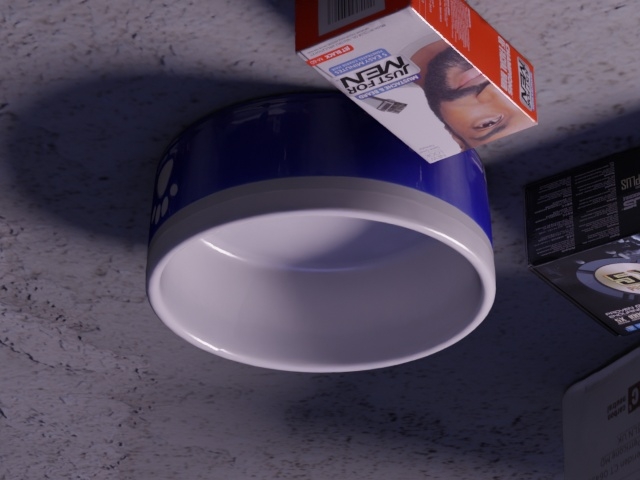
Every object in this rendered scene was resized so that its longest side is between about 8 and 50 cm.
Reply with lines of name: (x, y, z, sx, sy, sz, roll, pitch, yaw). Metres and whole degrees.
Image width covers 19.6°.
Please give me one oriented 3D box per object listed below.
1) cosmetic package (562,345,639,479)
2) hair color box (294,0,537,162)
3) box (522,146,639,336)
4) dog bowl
cosmetic package: (0.469, 0.265, 1.663, 0.394, 0.327, 0.329, 16, 147, -24)
hair color box: (0.067, -0.122, 1.261, 0.093, 0.053, 0.167, -20, 146, 30)
box: (0.271, -0.006, 1.437, 0.180, 0.077, 0.147, -19, 145, 31)
dog bowl: (0.000, 0.000, 1.426, 0.265, 0.104, 0.265, 0, 150, 0)
